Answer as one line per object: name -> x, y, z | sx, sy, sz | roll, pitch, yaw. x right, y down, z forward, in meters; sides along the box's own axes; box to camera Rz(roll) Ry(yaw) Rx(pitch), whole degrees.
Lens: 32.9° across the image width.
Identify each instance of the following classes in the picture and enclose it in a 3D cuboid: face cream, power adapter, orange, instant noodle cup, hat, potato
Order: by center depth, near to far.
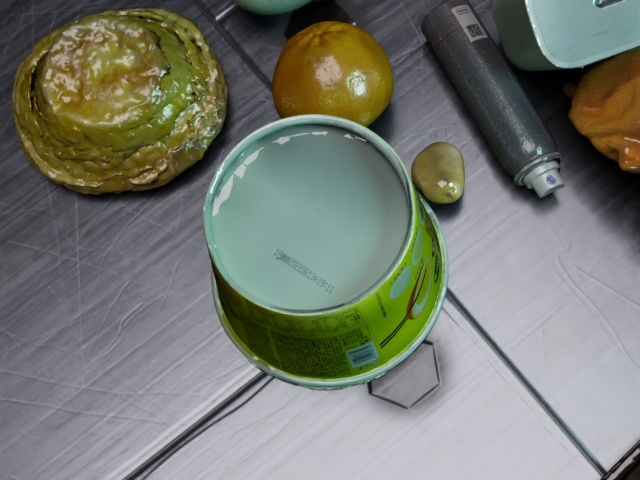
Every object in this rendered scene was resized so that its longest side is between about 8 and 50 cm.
instant noodle cup -> 0.000, 0.000, 1.258 | 0.311, 0.221, 0.311 | -2, 71, 5
power adapter -> 0.314, -0.280, 1.307 | 0.187, 0.255, 0.124 | -19, 97, 0
hat -> 0.391, -0.155, 1.317 | 0.233, 0.244, 0.233 | 28, 91, 46
potato -> 0.149, -0.083, 1.351 | 0.068, 0.062, 0.083 | -34, 31, 20
orange -> 0.012, -0.203, 1.358 | 0.159, 0.136, 0.159 | -13, 35, 10
face cream -> 0.221, -0.177, 1.368 | 0.073, 0.073, 0.283 | -26, 70, -2

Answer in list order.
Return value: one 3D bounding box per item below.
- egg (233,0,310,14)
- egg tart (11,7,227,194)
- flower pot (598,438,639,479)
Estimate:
egg -> -0.048, -0.384, 1.429 | 0.149, 0.149, 0.192 | 43, 91, 18
egg tart -> -0.270, -0.198, 1.409 | 0.294, 0.123, 0.294 | -3, 71, 8
flower pot -> 0.357, 0.314, 1.149 | 0.251, 0.084, 0.179 | -46, 63, 4
